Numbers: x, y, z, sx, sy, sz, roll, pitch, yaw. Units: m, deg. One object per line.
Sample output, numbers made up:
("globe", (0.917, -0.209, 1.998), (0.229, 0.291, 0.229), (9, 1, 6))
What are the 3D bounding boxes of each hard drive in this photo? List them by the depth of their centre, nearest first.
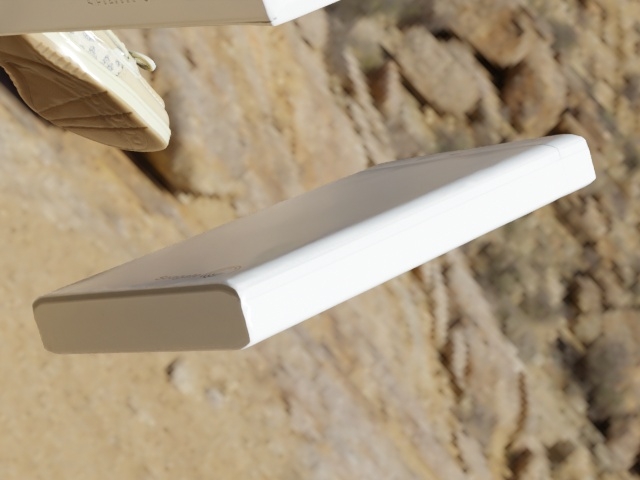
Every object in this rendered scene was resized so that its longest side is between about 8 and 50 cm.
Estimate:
("hard drive", (0.000, 0.000, 1.180), (0.353, 0.233, 0.047), (-24, 102, -41))

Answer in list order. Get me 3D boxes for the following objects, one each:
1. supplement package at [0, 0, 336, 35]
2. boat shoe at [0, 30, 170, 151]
("supplement package", (-0.044, -0.213, 0.702), (0.263, 0.198, 0.199), (8, -60, 55))
("boat shoe", (-0.209, -0.166, 1.317), (0.105, 0.089, 0.285), (0, -28, 33))
